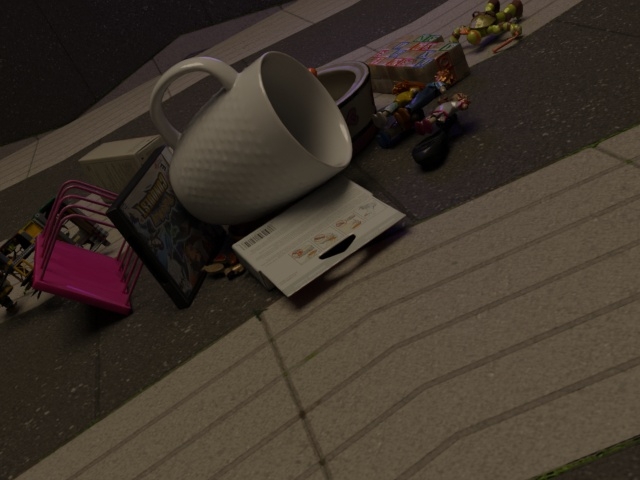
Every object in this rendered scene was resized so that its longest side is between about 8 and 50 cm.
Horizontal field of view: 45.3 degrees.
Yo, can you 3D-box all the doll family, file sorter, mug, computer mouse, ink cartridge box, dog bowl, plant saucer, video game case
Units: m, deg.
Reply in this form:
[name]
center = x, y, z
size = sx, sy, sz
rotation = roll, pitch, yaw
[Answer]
[doll family]
center = 0.218, -0.311, 1.703
size = 0.163, 0.118, 0.263
rotation = -39, 16, -23
[file sorter]
center = -0.500, 0.001, 1.689
size = 0.182, 0.202, 0.291
rotation = -65, 25, 11
[mug]
center = -0.176, -0.213, 1.568
size = 0.328, 0.374, 0.276
rotation = -32, 30, 29
[computer mouse]
center = 0.255, -0.219, 1.650
size = 0.071, 0.041, 0.242
rotation = -23, 18, 36
[ink cartridge box]
center = 0.000, 0.000, 1.462
size = 0.275, 0.060, 0.239
rotation = -34, 38, -14
[dog bowl]
center = -0.038, -0.284, 1.908
size = 0.408, 0.150, 0.408
rotation = -21, 27, 12
[plant saucer]
center = -0.106, -0.052, 1.678
size = 0.200, 0.037, 0.200
rotation = -22, 26, 11
[video game case]
center = -0.310, -0.035, 1.597
size = 0.035, 0.248, 0.275
rotation = -21, 27, 23

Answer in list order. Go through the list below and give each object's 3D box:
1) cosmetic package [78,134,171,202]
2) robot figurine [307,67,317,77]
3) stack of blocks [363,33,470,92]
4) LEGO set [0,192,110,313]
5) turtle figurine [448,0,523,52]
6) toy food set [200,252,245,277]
[cosmetic package]
center = -0.553, -0.205, 2.242
size = 0.309, 0.160, 0.113
rotation = 3, 38, 44
[robot figurine]
center = -0.092, -0.354, 1.778
size = 0.158, 0.128, 0.219
rotation = -56, 28, 5
[stack of blocks]
center = 0.259, -0.464, 2.022
size = 0.171, 0.087, 0.297
rotation = -36, 27, -17
[LEGO set]
center = -0.681, 0.060, 1.927
size = 0.255, 0.192, 0.331
rotation = -46, 8, 37
[turtle figurine]
center = 0.438, -0.583, 2.068
size = 0.269, 0.087, 0.217
rotation = 2, 38, 45
[toy food set]
center = -0.183, 0.050, 1.583
size = 0.122, 0.019, 0.078
rotation = 3, 39, 43
